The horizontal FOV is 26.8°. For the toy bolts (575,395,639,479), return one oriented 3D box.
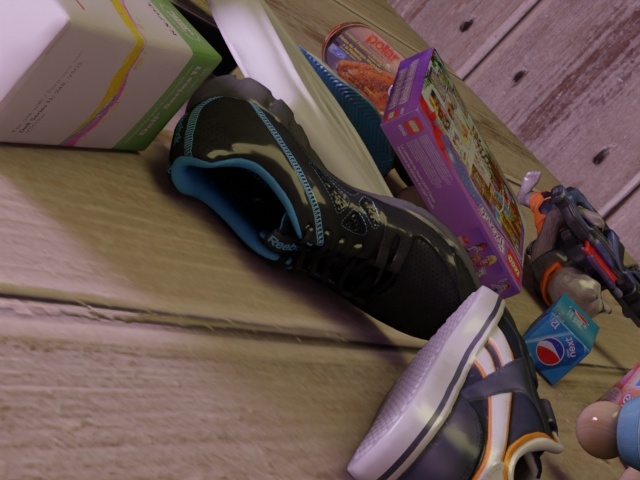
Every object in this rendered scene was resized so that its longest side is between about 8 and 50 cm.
[{"bbox_3d":[0.347,0.264,1.375,0.218,0.159,0.228,-54,132,-39],"label":"toy bolts"}]

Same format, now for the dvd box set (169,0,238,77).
[{"bbox_3d":[-0.285,-0.384,1.592,0.420,0.062,0.308,53,17,30],"label":"dvd box set"}]

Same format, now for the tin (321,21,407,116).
[{"bbox_3d":[0.085,-0.286,2.236,0.190,0.106,0.040,39,15,-22],"label":"tin"}]

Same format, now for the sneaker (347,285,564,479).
[{"bbox_3d":[0.120,0.145,1.077,0.127,0.126,0.321,40,25,1],"label":"sneaker"}]

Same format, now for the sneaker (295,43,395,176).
[{"bbox_3d":[0.025,-0.175,1.798,0.228,0.087,0.092,50,13,16],"label":"sneaker"}]

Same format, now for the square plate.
[{"bbox_3d":[-0.005,-0.131,1.486,0.344,0.049,0.347,50,10,-41],"label":"square plate"}]

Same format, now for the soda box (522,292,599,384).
[{"bbox_3d":[0.316,0.127,1.771,0.071,0.067,0.210,46,15,7],"label":"soda box"}]

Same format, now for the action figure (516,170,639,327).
[{"bbox_3d":[0.420,0.056,2.143,0.341,0.178,0.330,51,20,-12],"label":"action figure"}]

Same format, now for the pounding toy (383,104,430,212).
[{"bbox_3d":[0.115,-0.103,1.865,0.183,0.110,0.236,35,42,-55],"label":"pounding toy"}]

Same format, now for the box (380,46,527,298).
[{"bbox_3d":[0.182,-0.086,1.768,0.293,0.057,0.201,58,24,-21],"label":"box"}]

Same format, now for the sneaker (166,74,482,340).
[{"bbox_3d":[0.000,0.000,1.225,0.341,0.125,0.139,36,32,-10],"label":"sneaker"}]

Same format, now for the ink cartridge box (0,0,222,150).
[{"bbox_3d":[-0.238,-0.183,1.024,0.207,0.119,0.353,47,14,10],"label":"ink cartridge box"}]

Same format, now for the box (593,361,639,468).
[{"bbox_3d":[0.517,0.276,1.730,0.300,0.154,0.142,38,15,-26],"label":"box"}]
